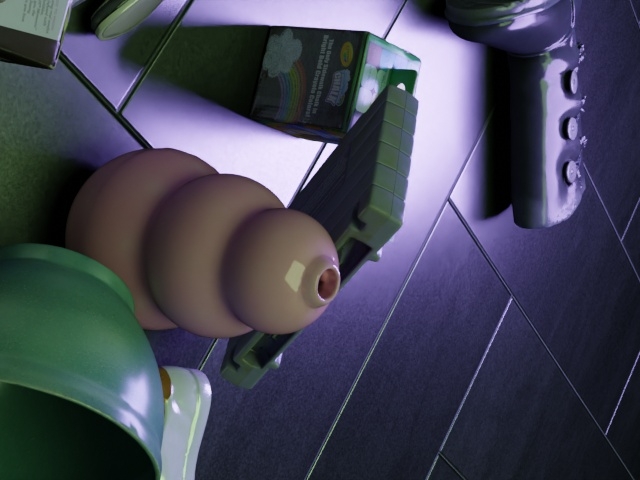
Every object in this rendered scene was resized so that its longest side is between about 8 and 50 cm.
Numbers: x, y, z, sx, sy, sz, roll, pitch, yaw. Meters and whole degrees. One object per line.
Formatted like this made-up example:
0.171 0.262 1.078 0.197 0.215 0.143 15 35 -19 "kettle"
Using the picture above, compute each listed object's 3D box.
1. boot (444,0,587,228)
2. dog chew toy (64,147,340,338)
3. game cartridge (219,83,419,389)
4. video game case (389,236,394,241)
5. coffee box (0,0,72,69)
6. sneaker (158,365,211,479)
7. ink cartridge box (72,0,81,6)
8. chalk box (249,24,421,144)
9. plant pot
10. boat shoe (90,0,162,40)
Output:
0.343 -0.226 1.898 0.367 0.146 0.445 -29 127 -42 "boot"
-0.120 0.014 1.207 0.207 0.332 0.206 -20 117 -47 "dog chew toy"
0.000 0.000 1.337 0.068 0.355 0.230 30 42 -12 "game cartridge"
0.077 -0.035 1.706 0.122 0.011 0.087 -8 106 -50 "video game case"
-0.373 -0.247 0.944 0.297 0.168 0.118 15 88 -52 "coffee box"
-0.219 0.295 1.365 0.123 0.106 0.290 15 78 -49 "sneaker"
-0.236 -0.409 1.154 0.296 0.066 0.261 -42 105 -37 "ink cartridge box"
0.039 -0.193 1.445 0.132 0.213 0.132 14 89 -53 "chalk box"
-0.286 0.128 1.107 0.293 0.293 0.196 55 32 -44 "plant pot"
-0.195 -0.304 1.259 0.065 0.075 0.206 42 66 -1 "boat shoe"
